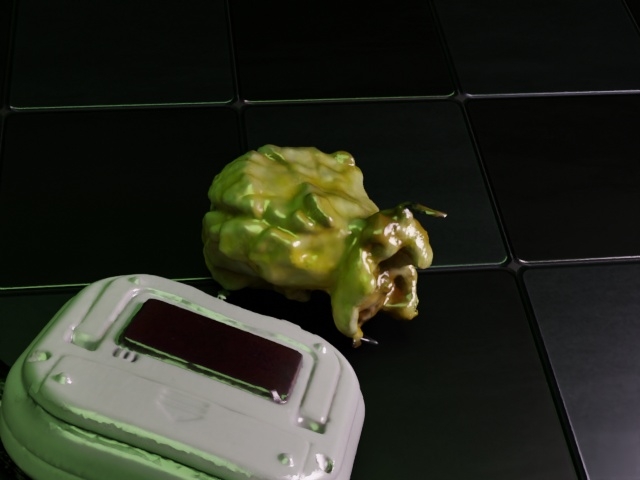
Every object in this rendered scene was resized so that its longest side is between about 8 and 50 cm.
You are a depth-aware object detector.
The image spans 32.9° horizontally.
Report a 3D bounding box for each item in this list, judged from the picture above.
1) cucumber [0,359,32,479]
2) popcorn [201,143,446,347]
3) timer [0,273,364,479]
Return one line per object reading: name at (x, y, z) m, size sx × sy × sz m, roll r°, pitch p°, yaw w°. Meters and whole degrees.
cucumber at (-0.240, 0.143, 0.858) m, size 0.300 × 0.072 × 0.072 m, roll 32°, pitch 53°, yaw 22°
popcorn at (-0.007, -0.002, 0.950) m, size 0.195 × 0.174 × 0.168 m, roll 40°, pitch 14°, yaw 33°
timer at (-0.097, 0.120, 0.825) m, size 0.261 × 0.087 × 0.237 m, roll 20°, pitch 27°, yaw 1°
